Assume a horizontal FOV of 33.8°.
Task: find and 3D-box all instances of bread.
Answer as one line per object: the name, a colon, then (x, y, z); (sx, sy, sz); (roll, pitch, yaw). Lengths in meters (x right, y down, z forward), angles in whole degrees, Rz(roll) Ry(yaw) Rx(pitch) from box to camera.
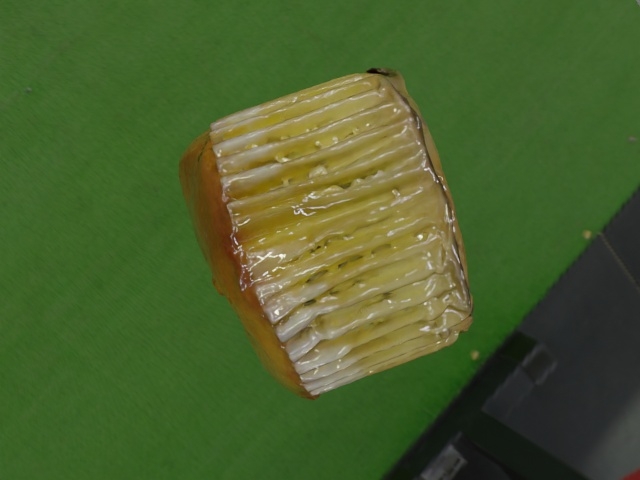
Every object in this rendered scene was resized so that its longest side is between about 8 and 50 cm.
bread: (0.000, 0.000, 0.483); (0.114, 0.190, 0.132); (-21, 86, 2)

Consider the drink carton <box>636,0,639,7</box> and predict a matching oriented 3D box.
drink carton: (0.240, -0.208, 0.384); (0.315, 0.130, 0.106); (-45, 115, -13)
